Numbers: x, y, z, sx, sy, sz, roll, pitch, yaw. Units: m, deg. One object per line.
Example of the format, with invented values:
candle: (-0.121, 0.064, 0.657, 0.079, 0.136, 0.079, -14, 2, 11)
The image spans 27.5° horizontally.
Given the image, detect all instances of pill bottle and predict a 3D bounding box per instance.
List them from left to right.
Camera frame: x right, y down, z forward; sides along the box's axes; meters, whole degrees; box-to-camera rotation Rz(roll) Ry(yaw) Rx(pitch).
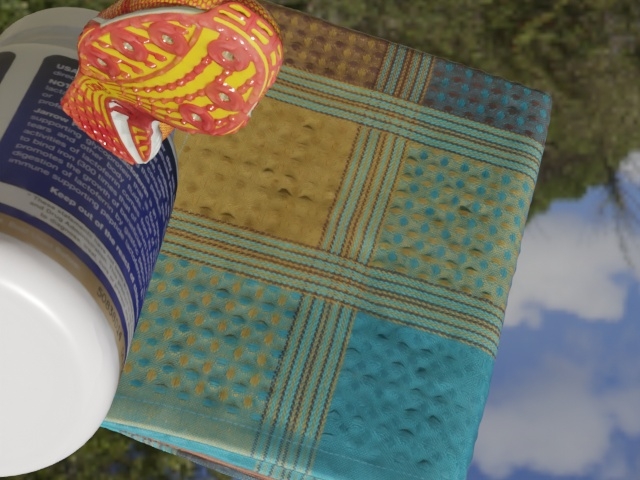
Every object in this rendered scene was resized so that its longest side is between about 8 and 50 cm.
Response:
pill bottle: (-0.161, -0.015, 0.714, 0.153, 0.153, 0.265, -1, -144, 7)

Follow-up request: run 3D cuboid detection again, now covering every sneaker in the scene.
sneaker: (-0.055, -0.075, 0.491, 0.064, 0.067, 0.175, 38, 166, -19)

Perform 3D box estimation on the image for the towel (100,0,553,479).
towel: (0.000, 0.000, 0.889, 0.271, 0.040, 0.370, 19, -124, 1)
